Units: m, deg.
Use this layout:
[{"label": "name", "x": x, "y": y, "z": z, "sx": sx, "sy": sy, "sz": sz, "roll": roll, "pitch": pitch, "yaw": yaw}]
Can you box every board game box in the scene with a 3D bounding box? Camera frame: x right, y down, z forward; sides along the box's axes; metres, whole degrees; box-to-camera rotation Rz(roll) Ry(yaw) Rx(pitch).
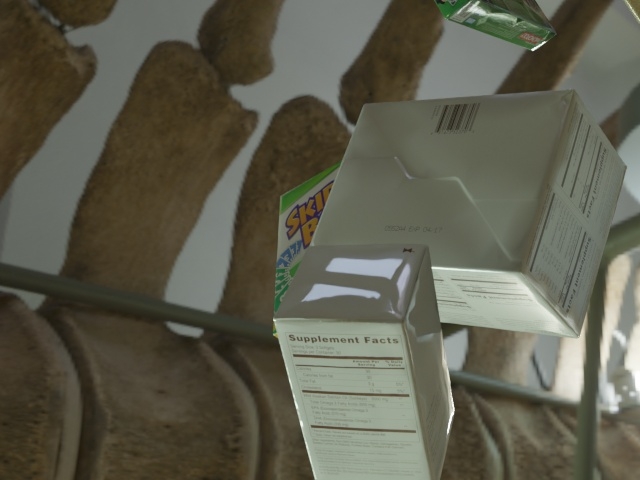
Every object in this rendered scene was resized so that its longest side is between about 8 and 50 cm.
[{"label": "board game box", "x": 0.199, "y": -0.373, "z": 1.373, "sx": 0.317, "sy": 0.046, "sz": 0.214, "roll": -3, "pitch": -119, "yaw": -58}, {"label": "board game box", "x": 0.000, "y": 0.000, "z": 1.286, "sx": 0.039, "sy": 0.124, "sz": 0.260, "roll": 42, "pitch": -146, "yaw": -33}]

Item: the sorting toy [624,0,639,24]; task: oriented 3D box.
[{"label": "sorting toy", "x": 0.294, "y": -0.239, "z": 0.831, "sx": 0.047, "sy": 0.196, "sz": 0.348, "roll": -34, "pitch": -90, "yaw": -17}]

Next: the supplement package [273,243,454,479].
[{"label": "supplement package", "x": 0.041, "y": 0.104, "z": 0.821, "sx": 0.105, "sy": 0.105, "sz": 0.179, "roll": -63, "pitch": -33, "yaw": -53}]

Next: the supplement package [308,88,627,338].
[{"label": "supplement package", "x": 0.152, "y": -0.029, "z": 1.061, "sx": 0.145, "sy": 0.261, "sz": 0.204, "roll": 41, "pitch": -118, "yaw": -42}]
